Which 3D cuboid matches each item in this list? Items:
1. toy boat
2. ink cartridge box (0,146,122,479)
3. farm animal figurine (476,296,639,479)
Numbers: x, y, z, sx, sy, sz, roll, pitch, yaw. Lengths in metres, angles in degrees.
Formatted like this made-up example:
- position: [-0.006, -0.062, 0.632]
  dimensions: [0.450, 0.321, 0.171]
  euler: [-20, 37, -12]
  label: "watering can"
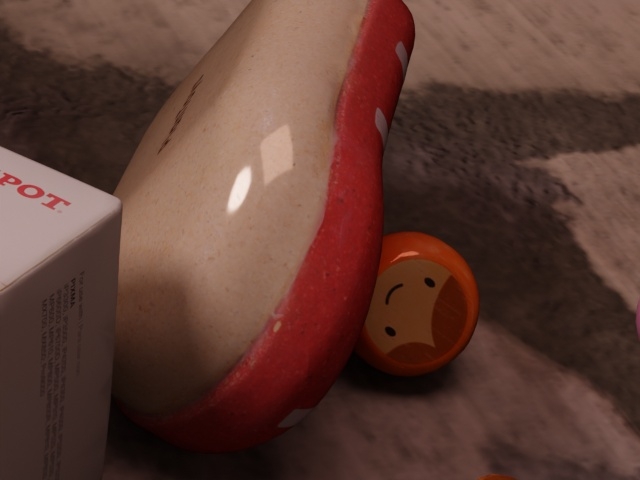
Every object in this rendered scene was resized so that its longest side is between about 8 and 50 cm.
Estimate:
- position: [0.000, 0.000, 0.700]
  dimensions: [0.151, 0.151, 0.231]
  euler: [37, 31, -12]
  label: "toy boat"
- position: [-0.165, 0.050, 0.558]
  dimensions: [0.128, 0.127, 0.176]
  euler: [24, 36, 22]
  label: "ink cartridge box"
- position: [0.154, 0.156, 0.471]
  dimensions: [0.330, 0.172, 0.327]
  euler: [-15, 52, -45]
  label: "farm animal figurine"
